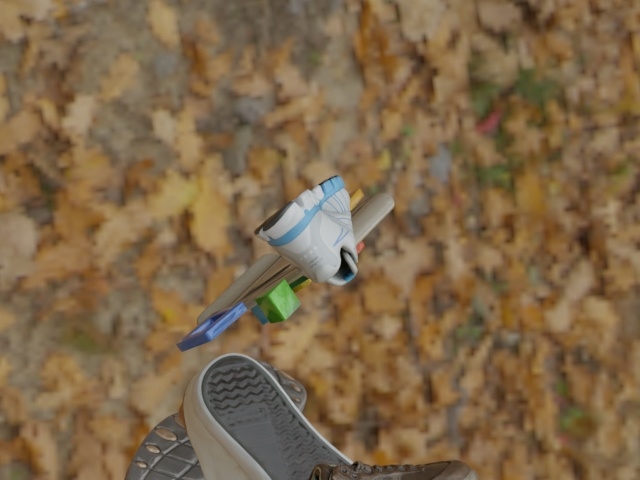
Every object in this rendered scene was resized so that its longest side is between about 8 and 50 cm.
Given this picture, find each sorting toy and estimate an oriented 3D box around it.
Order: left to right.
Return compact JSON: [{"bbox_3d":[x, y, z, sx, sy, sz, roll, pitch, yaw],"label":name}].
[{"bbox_3d":[-0.019,0.033,1.963,0.047,0.196,0.347,56,38,-8],"label":"sorting toy"}]

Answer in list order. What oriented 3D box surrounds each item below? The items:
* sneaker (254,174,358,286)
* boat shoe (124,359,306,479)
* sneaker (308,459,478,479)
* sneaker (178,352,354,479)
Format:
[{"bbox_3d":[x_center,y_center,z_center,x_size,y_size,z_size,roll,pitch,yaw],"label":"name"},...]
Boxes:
[{"bbox_3d":[0.000,0.000,1.515,0.083,0.071,0.190,51,15,-1],"label":"sneaker"},{"bbox_3d":[-0.126,0.257,2.093,0.324,0.123,0.116,-31,154,-53],"label":"boat shoe"},{"bbox_3d":[0.032,0.181,1.275,0.188,0.066,0.071,-22,83,-36],"label":"sneaker"},{"bbox_3d":[-0.022,0.235,1.614,0.106,0.123,0.290,-32,84,-30],"label":"sneaker"}]
